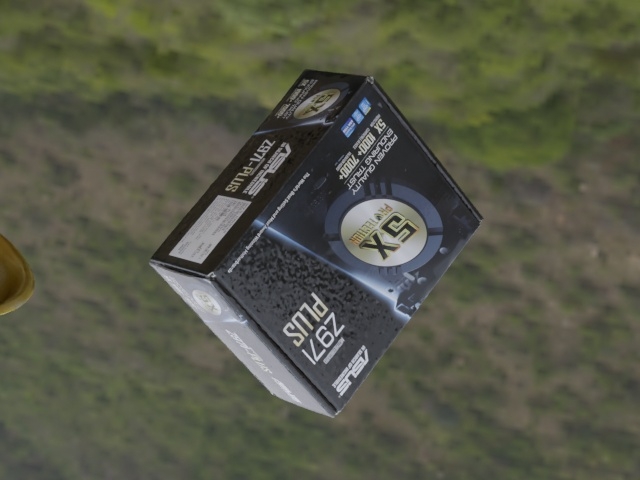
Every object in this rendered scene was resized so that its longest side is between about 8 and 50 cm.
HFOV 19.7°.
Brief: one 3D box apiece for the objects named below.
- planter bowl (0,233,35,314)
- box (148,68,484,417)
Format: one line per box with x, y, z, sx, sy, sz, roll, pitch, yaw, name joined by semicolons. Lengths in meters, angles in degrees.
-0.219;0.022;0.651;0.217;0.090;0.217;20;-169;-4;planter bowl
0.000;0.000;1.234;0.077;0.180;0.147;13;149;53;box
